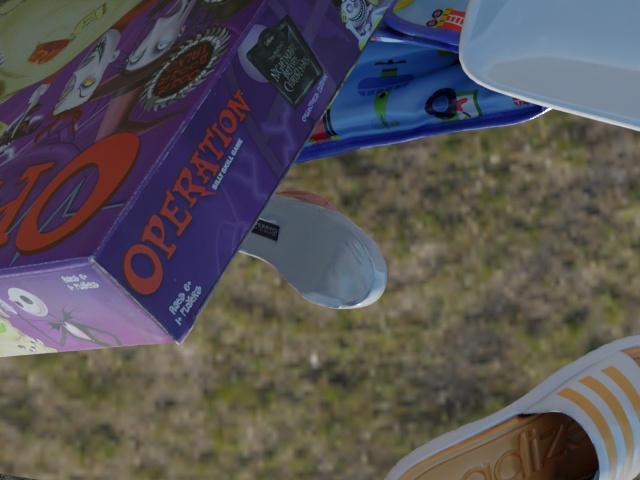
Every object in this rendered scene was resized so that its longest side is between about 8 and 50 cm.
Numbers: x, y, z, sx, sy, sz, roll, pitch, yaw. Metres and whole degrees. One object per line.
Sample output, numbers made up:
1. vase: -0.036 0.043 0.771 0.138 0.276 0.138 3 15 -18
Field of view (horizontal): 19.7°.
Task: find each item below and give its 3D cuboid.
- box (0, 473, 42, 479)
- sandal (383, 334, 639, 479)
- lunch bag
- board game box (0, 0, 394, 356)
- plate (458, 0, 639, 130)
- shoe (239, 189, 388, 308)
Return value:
1. box: -0.187 0.245 1.303 0.158 0.156 0.093 13 107 -27
2. sandal: 0.168 0.161 1.317 0.265 0.076 0.102 -25 118 -20
3. lunch bag: 0.107 -0.156 1.262 0.293 0.221 0.138 3 125 34
4. board game box: -0.123 -0.042 0.713 0.347 0.208 0.056 -8 137 47
5. plate: 0.217 -0.154 0.684 0.277 0.045 0.278 16 114 3
6. shoe: 0.000 0.000 1.293 0.081 0.178 0.063 2 106 -46
